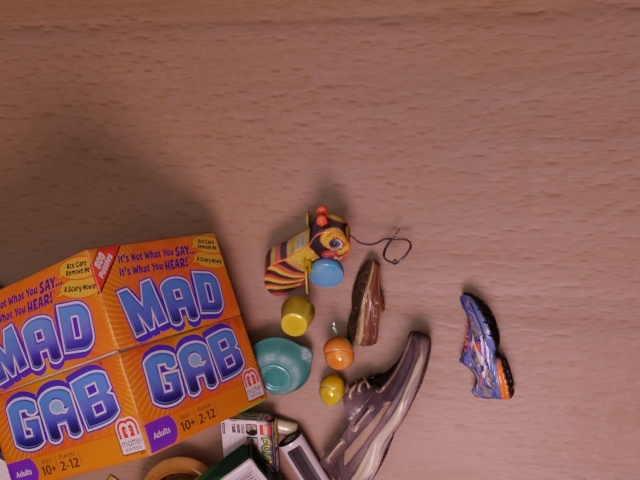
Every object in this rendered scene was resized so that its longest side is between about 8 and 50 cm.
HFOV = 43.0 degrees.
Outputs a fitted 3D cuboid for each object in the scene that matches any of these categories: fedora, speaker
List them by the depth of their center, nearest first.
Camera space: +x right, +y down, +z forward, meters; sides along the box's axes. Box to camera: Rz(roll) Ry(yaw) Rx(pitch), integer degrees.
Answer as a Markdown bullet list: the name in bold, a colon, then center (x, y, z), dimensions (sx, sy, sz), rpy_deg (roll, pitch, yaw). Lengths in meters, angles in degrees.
- **speaker**: center (-0.029, 0.461, 1.663), dimensions (0.055, 0.055, 0.136), rpy_deg (-28, 98, 11)
- **fedora**: center (-0.286, 0.541, 1.721), dimensions (0.194, 0.079, 0.194), rpy_deg (0, 91, 14)

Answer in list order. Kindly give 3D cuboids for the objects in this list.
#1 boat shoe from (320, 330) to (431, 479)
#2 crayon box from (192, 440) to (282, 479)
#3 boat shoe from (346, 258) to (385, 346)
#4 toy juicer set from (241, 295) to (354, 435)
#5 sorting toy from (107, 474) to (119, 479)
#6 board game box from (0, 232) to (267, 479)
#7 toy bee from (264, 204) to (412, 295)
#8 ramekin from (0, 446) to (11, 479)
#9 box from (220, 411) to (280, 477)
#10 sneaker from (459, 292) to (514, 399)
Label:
- **boat shoe**: center (0.104, 0.331, 1.610), dimensions (0.130, 0.132, 0.355), rpy_deg (26, 94, 11)
- **crayon box**: center (-0.210, 0.576, 1.627), dimensions (0.318, 0.081, 0.202), rpy_deg (-35, 107, 2)
- **boat shoe**: center (0.099, 0.128, 1.653), dimensions (0.060, 0.064, 0.178), rpy_deg (10, 88, -21)
- **toy juicer set**: center (-0.057, 0.282, 1.679), dimensions (0.209, 0.089, 0.329), rpy_deg (33, 113, -7)
- **sorting toy**: center (-0.421, 0.651, 1.768), dimensions (0.132, 0.046, 0.274), rpy_deg (-34, 83, 10)
- **board game box**: center (-0.386, 0.220, 1.559), dimensions (0.356, 0.356, 0.356), rpy_deg (-22, 85, 29)
- **toy bee**: center (0.000, 0.000, 1.619), dimensions (0.298, 0.162, 0.195), rpy_deg (-33, 39, 2)
- **ramekin**: center (-0.659, 0.458, 1.745), dimensions (0.207, 0.207, 0.109), rpy_deg (35, 106, 10)
- **box**: center (-0.142, 0.458, 1.684), dimensions (0.114, 0.036, 0.207), rpy_deg (1, 106, 12)
- **sneaker**: center (0.308, 0.211, 1.594), dimensions (0.087, 0.083, 0.221), rpy_deg (-18, 83, 20)
